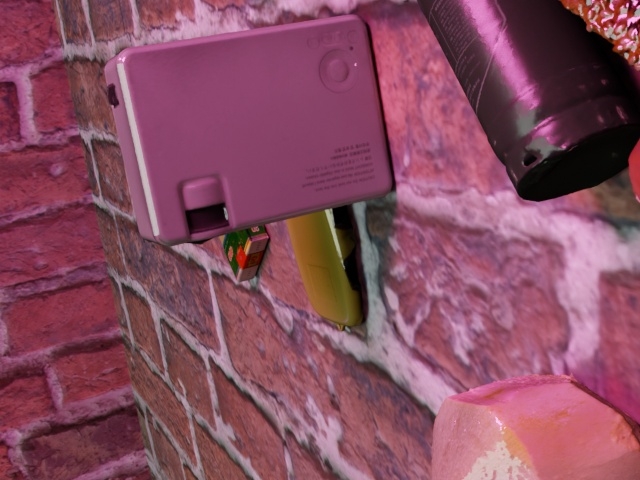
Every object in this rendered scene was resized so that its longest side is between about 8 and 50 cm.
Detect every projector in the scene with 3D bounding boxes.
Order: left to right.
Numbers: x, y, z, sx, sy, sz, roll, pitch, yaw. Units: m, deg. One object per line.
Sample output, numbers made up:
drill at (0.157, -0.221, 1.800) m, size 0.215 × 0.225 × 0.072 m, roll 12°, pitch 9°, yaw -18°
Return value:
projector at (-0.070, -0.110, 0.870) m, size 0.099 × 0.257 × 0.192 m, roll 8°, pitch 111°, yaw 66°

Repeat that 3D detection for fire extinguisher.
fire extinguisher at (0.114, -0.183, 0.605) m, size 0.311 × 0.095 × 0.114 m, roll 68°, pitch -171°, yaw 21°

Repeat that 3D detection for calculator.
calculator at (0.000, 0.000, 1.061) m, size 0.157 × 0.033 × 0.236 m, roll 5°, pitch 110°, yaw 65°

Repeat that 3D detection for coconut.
coconut at (0.155, 0.178, 0.656) m, size 0.147 × 0.153 × 0.147 m, roll 166°, pitch 90°, yaw -69°

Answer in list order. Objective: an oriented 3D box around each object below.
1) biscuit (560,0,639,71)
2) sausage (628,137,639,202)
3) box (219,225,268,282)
biscuit at (0.169, -0.200, 0.501) m, size 0.131 × 0.026 × 0.237 m, roll -53°, pitch 49°, yaw 25°
sausage at (0.223, -0.055, 0.468) m, size 0.076 × 0.076 × 0.141 m, roll 70°, pitch 155°, yaw 14°
box at (-0.147, -0.066, 1.354) m, size 0.235 × 0.034 × 0.132 m, roll 65°, pitch 155°, yaw 23°
